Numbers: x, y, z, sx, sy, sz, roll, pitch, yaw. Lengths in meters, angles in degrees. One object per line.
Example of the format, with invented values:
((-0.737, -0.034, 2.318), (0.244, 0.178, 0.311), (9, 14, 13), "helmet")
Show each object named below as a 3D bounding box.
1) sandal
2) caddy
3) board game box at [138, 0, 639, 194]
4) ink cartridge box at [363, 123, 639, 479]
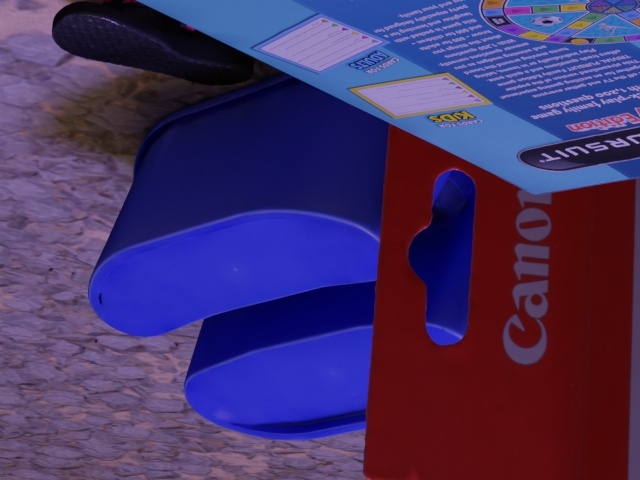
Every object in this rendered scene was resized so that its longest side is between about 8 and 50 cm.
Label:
((-0.108, -0.134, 1.207), (0.067, 0.040, 0.179), (-4, 172, 32), "sandal")
((0.000, 0.000, 1.339), (0.341, 0.179, 0.241), (-15, 128, 39), "caddy")
((0.091, -0.124, 0.875), (0.336, 0.079, 0.253), (22, 159, -39), "board game box")
((0.230, 0.012, 1.140), (0.385, 0.308, 0.091), (7, 158, -3), "ink cartridge box")
